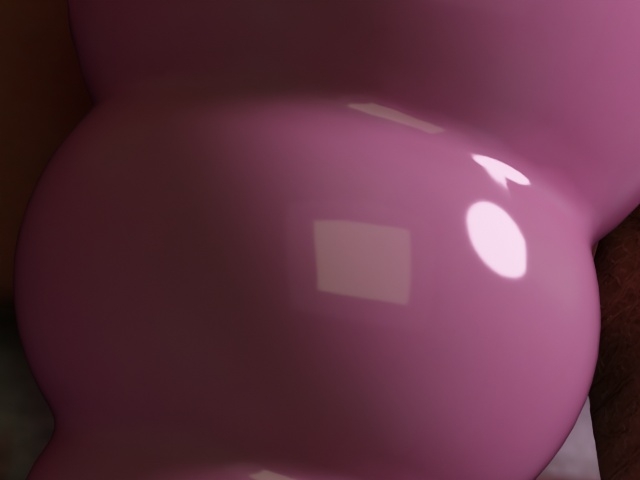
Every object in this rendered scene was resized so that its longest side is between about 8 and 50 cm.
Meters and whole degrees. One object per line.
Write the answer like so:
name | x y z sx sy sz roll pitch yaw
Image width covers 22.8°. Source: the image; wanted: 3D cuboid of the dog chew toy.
dog chew toy | 0.000 0.000 0.488 0.206 0.206 0.332 20 76 -16

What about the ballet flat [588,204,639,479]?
ballet flat | 0.157 -0.015 0.532 0.116 0.124 0.342 14 48 -2
